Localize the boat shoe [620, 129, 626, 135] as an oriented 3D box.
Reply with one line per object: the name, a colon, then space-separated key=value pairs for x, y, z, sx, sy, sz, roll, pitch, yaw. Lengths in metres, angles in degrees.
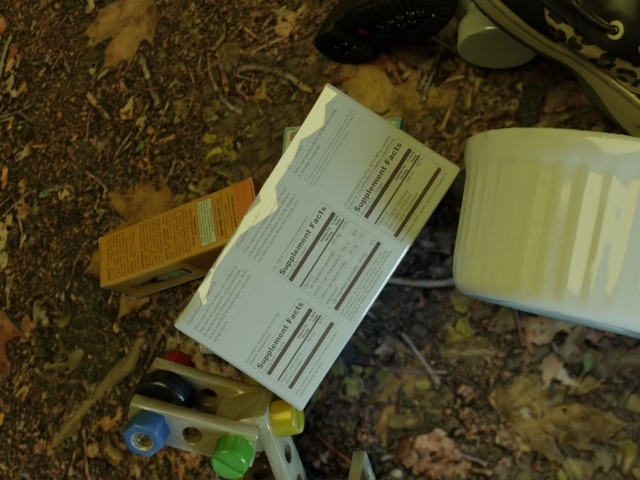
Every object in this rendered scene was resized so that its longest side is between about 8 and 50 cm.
boat shoe: x=0.327 y=-0.119 z=0.803 sx=0.049 sy=0.042 sz=0.133 roll=1 pitch=74 yaw=-4

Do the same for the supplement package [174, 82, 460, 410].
supplement package: x=0.000 y=0.000 z=0.802 sx=0.145 sy=0.204 sz=0.262 roll=34 pitch=95 yaw=0

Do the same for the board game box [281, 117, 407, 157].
board game box: x=0.024 y=-0.089 z=0.953 sx=0.154 sy=0.026 sz=0.103 roll=-1 pitch=74 yaw=27

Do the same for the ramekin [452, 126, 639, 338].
ramekin: x=0.245 y=0.007 z=0.675 sx=0.277 sy=0.277 sz=0.135 roll=12 pitch=87 yaw=29

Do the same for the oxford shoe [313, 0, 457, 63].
oxford shoe: x=0.076 y=-0.276 z=0.917 sx=0.227 sy=0.083 sz=0.096 roll=5 pitch=68 yaw=56

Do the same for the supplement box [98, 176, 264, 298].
supplement box: x=-0.163 y=0.002 z=0.989 sx=0.233 sy=0.078 sz=0.080 roll=-21 pitch=66 yaw=19

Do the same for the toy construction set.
toy construction set: x=-0.060 y=0.231 z=0.746 sx=0.237 sy=0.309 sz=0.257 roll=-3 pitch=91 yaw=17

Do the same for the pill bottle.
pill bottle: x=0.202 y=-0.305 z=0.880 sx=0.117 sy=0.117 sz=0.208 roll=-1 pitch=73 yaw=26

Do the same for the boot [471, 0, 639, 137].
boot: x=0.287 y=-0.261 z=0.660 sx=0.377 sy=0.138 sz=0.284 roll=47 pitch=142 yaw=7
